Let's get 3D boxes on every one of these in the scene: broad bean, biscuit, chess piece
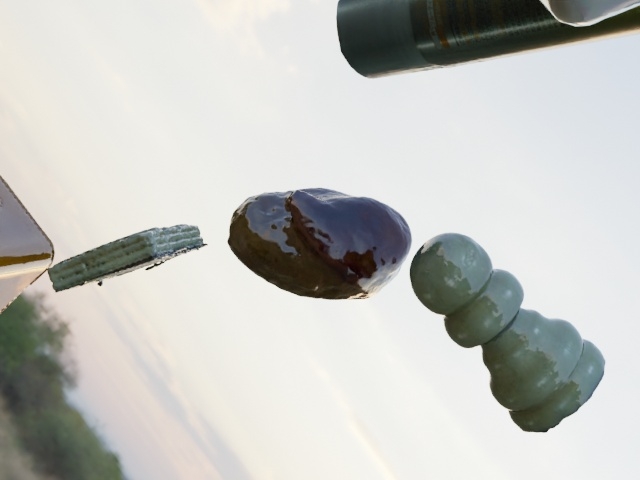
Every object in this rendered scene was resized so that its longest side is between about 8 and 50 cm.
[{"bbox_3d":[0.001,-0.003,1.448,0.122,0.228,0.156,120,-22,-53],"label":"broad bean"},{"bbox_3d":[-0.204,0.017,1.263,0.199,0.121,0.041,-18,87,-81],"label":"biscuit"},{"bbox_3d":[0.201,0.091,1.336,0.243,0.133,0.133,47,-14,-13],"label":"chess piece"}]

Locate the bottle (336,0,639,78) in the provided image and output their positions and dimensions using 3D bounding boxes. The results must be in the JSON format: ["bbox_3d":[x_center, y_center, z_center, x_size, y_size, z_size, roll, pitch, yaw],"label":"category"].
[{"bbox_3d":[0.147,-0.179,0.873,0.286,0.082,0.082,-4,-53,34],"label":"bottle"}]

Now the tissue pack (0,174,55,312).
[{"bbox_3d":[-0.414,-0.002,1.174,0.194,0.145,0.274,53,11,3],"label":"tissue pack"}]

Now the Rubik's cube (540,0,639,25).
[{"bbox_3d":[0.155,-0.312,0.484,0.292,0.290,0.291,-110,176,-58],"label":"Rubik's cube"}]
